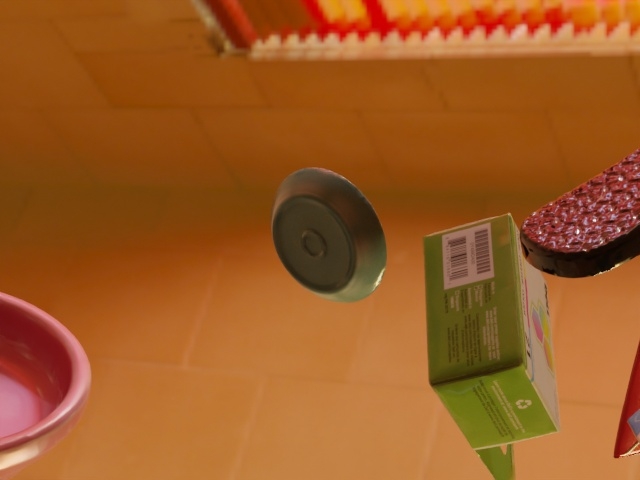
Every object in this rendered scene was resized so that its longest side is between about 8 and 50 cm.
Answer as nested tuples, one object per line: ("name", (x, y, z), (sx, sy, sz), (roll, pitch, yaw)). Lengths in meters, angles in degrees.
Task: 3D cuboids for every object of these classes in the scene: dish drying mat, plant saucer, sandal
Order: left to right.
("plant saucer", (-0.396, 0.150, 1.448), (0.332, 0.332, 0.084), (-38, -36, -58))
("plant saucer", (0.000, 0.000, 1.196), (0.021, 0.119, 0.119), (-30, -60, -46))
("dish drying mat", (0.192, 0.091, 0.861), (0.032, 0.008, 0.083), (-6, -59, -25))
("sandal", (0.165, -0.023, 0.632), (0.179, 0.067, 0.040), (-28, -62, -14))

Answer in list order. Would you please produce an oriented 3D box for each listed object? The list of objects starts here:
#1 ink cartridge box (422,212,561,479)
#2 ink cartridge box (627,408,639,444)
("ink cartridge box", (0.194, 0.126, 1.487), (0.255, 0.097, 0.189), (55, -153, -44))
("ink cartridge box", (0.145, 0.048, 0.488), (0.028, 0.083, 0.048), (47, -173, -3))
